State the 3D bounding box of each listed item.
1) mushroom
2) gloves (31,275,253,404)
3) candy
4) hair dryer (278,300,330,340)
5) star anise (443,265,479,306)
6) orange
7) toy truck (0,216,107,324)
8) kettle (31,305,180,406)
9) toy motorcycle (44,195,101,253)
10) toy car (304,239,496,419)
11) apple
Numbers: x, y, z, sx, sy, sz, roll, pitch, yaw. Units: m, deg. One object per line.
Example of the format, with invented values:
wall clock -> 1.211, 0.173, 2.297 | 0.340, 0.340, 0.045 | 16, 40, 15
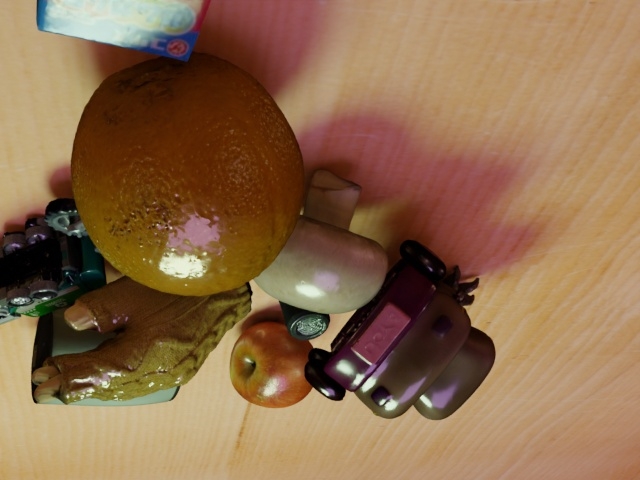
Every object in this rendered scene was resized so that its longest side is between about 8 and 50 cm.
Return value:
mushroom -> 0.000, 0.000, 1.164 | 0.204, 0.204, 0.204 | -6, 146, -4
gloves -> -0.257, 0.140, 1.244 | 0.357, 0.155, 0.203 | -27, 141, -25
candy -> -0.155, -0.310, 0.748 | 0.157, 0.100, 0.306 | 7, 144, -23
hair dryer -> -0.006, 0.041, 1.308 | 0.072, 0.124, 0.219 | 6, 128, -25
star anise -> 0.219, 0.098, 1.491 | 0.141, 0.042, 0.141 | -7, 148, -4
orange -> -0.149, -0.074, 0.954 | 0.274, 0.274, 0.274 | -6, 146, -4
toy truck -> -0.426, 0.054, 1.223 | 0.253, 0.114, 0.124 | -21, 156, 18
kettle -> -0.361, 0.203, 1.430 | 0.237, 0.161, 0.221 | 8, 163, -27
toy motorcycle -> -0.231, -0.031, 1.145 | 0.271, 0.106, 0.159 | 11, 148, -21
toy car -> 0.143, 0.168, 1.296 | 0.271, 0.240, 0.341 | -51, 177, 4
apple -> -0.082, 0.224, 1.513 | 0.139, 0.163, 0.163 | 6, 146, -44
